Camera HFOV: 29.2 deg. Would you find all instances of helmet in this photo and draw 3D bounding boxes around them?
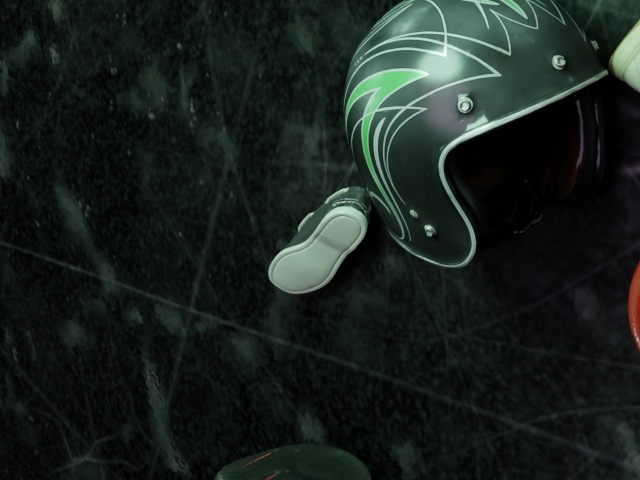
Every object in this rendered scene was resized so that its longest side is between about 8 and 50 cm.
[{"bbox_3d":[0.095,-0.082,0.765,0.169,0.169,0.162,24,133,42],"label":"helmet"}]

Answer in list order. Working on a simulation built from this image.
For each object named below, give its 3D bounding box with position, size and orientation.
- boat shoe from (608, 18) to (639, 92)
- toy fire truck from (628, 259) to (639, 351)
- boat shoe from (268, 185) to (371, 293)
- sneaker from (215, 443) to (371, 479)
[{"bbox_3d":[0.222,-0.136,0.705,0.045,0.050,0.135,47,134,17],"label":"boat shoe"},{"bbox_3d":[0.300,-0.028,0.584,0.253,0.169,0.302,17,112,16],"label":"toy fire truck"},{"bbox_3d":[0.000,0.000,0.976,0.046,0.038,0.125,30,138,-10],"label":"boat shoe"},{"bbox_3d":[0.024,0.261,0.953,0.313,0.116,0.136,18,113,43],"label":"sneaker"}]
